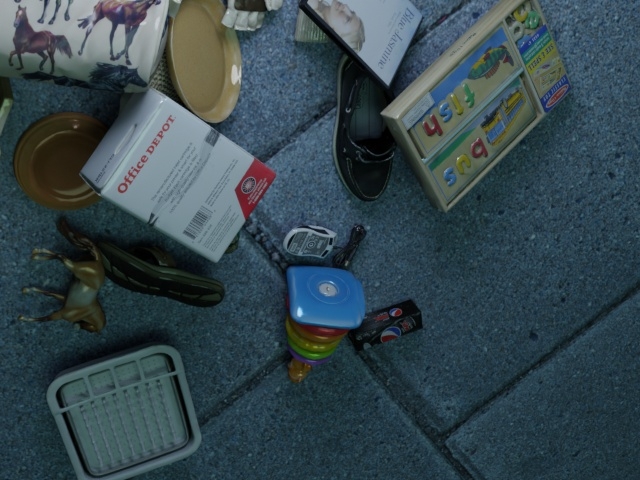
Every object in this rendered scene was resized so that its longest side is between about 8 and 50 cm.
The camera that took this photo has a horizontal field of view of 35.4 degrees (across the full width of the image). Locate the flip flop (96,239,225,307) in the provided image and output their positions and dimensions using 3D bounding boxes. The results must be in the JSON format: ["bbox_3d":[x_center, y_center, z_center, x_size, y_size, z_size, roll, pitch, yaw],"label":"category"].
[{"bbox_3d":[-0.321,0.057,2.007,0.277,0.080,0.112,17,148,-13],"label":"flip flop"}]

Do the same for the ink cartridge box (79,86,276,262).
[{"bbox_3d":[-0.244,-0.115,1.732,0.273,0.114,0.197,34,90,-40],"label":"ink cartridge box"}]

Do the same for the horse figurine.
[{"bbox_3d":[-0.488,0.084,1.964,0.174,0.066,0.263,11,121,-18],"label":"horse figurine"}]

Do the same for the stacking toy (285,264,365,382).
[{"bbox_3d":[-0.019,0.212,2.206,0.166,0.175,0.302,7,130,-13],"label":"stacking toy"}]

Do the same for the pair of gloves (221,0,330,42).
[{"bbox_3d":[-0.056,-0.467,1.829,0.240,0.042,0.204,5,116,-29],"label":"pair of gloves"}]

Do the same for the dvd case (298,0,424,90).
[{"bbox_3d":[0.081,-0.423,1.854,0.253,0.022,0.180,39,67,-35],"label":"dvd case"}]

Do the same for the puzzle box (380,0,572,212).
[{"bbox_3d":[0.327,-0.283,2.038,0.409,0.052,0.272,-44,128,-13],"label":"puzzle box"}]

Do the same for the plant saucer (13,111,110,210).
[{"bbox_3d":[-0.466,-0.140,1.861,0.200,0.037,0.200,-10,122,-17],"label":"plant saucer"}]

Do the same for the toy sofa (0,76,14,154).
[{"bbox_3d":[-0.702,-0.231,1.636,0.363,0.150,0.177,16,111,-30],"label":"toy sofa"}]

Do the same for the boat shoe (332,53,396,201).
[{"bbox_3d":[0.101,-0.212,2.010,0.127,0.113,0.340,-9,122,-17],"label":"boat shoe"}]

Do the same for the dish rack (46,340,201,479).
[{"bbox_3d":[-0.422,0.366,2.165,0.286,0.072,0.332,-18,124,-13],"label":"dish rack"}]

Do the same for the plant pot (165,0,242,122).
[{"bbox_3d":[-0.210,-0.325,1.774,0.032,0.236,0.236,-2,130,26],"label":"plant pot"}]

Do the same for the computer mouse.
[{"bbox_3d":[0.000,0.000,2.143,0.193,0.042,0.106,12,119,-34],"label":"computer mouse"}]

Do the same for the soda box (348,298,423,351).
[{"bbox_3d":[0.148,0.195,2.309,0.169,0.060,0.053,-18,126,-12],"label":"soda box"}]

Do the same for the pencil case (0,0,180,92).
[{"bbox_3d":[-0.437,-0.343,1.590,0.410,0.160,0.183,8,75,-6],"label":"pencil case"}]

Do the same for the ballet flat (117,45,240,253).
[{"bbox_3d":[-0.287,-0.140,1.848,0.182,0.164,0.482,-46,135,-41],"label":"ballet flat"}]
